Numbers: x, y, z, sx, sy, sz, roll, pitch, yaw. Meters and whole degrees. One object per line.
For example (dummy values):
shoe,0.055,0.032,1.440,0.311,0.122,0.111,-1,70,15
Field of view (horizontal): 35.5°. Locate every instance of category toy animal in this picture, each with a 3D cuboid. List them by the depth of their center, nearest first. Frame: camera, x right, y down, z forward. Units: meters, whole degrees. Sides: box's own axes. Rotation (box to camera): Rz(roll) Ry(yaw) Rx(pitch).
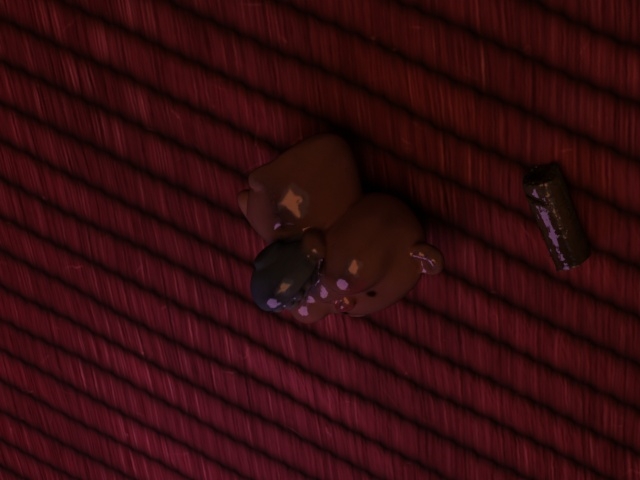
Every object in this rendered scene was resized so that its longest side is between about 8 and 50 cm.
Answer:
toy animal,0.011,-0.014,1.283,0.210,0.229,0.221,137,128,-57

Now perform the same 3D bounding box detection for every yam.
yam,0.293,-0.028,1.241,0.054,0.054,0.132,-17,109,26
